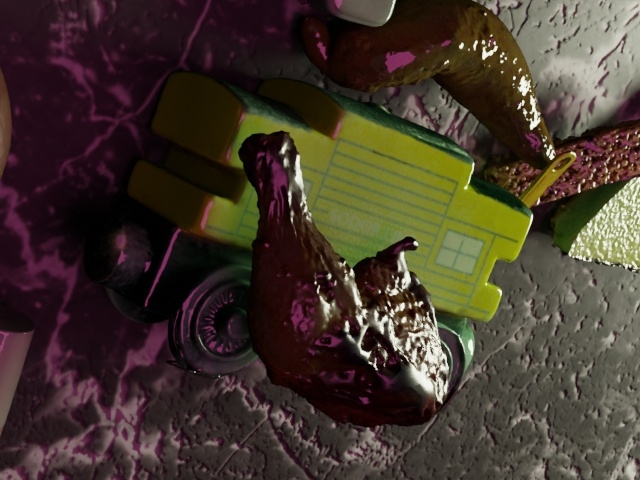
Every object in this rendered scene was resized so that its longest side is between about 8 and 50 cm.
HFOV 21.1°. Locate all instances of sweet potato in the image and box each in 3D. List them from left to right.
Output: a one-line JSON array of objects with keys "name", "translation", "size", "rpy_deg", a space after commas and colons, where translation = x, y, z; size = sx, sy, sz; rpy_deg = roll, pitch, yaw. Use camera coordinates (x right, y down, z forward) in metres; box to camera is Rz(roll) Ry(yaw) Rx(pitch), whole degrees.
[{"name": "sweet potato", "translation": [0.119, -0.170, 1.624], "size": [0.310, 0.098, 0.124], "rpy_deg": [19, 95, -35]}]

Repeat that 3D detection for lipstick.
[{"name": "lipstick", "translation": [-0.320, 0.180, 1.510], "size": [0.070, 0.070, 0.254], "rpy_deg": [10, 107, -38]}]

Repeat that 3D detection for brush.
[{"name": "brush", "translation": [0.196, -0.031, 1.732], "size": [0.083, 0.011, 0.205], "rpy_deg": [-5, 150, -34]}]

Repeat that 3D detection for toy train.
[{"name": "toy train", "translation": [0.000, 0.000, 1.586], "size": [0.442, 0.179, 0.272], "rpy_deg": [18, 96, -38]}]

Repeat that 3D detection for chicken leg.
[{"name": "chicken leg", "translation": [0.018, 0.050, 1.467], "size": [0.322, 0.083, 0.177], "rpy_deg": [38, 67, -38]}]

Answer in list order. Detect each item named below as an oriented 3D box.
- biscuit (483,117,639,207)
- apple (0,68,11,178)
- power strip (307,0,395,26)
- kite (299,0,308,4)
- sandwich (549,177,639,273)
[{"name": "biscuit", "translation": [0.264, -0.078, 1.787], "size": [0.199, 0.034, 0.064], "rpy_deg": [-16, 102, -16]}, {"name": "apple", "translation": [-0.367, -0.085, 1.232], "size": [0.306, 0.235, 0.305], "rpy_deg": [-18, 123, -29]}, {"name": "power strip", "translation": [0.047, -0.287, 1.508], "size": [0.265, 0.059, 0.193], "rpy_deg": [11, 98, -34]}, {"name": "kite", "translation": [0.085, -0.319, 1.579], "size": [0.285, 0.015, 0.152], "rpy_deg": [-20, 126, -23]}, {"name": "sandwich", "translation": [0.372, -0.070, 1.884], "size": [0.245, 0.063, 0.212], "rpy_deg": [11, 102, -39]}]
